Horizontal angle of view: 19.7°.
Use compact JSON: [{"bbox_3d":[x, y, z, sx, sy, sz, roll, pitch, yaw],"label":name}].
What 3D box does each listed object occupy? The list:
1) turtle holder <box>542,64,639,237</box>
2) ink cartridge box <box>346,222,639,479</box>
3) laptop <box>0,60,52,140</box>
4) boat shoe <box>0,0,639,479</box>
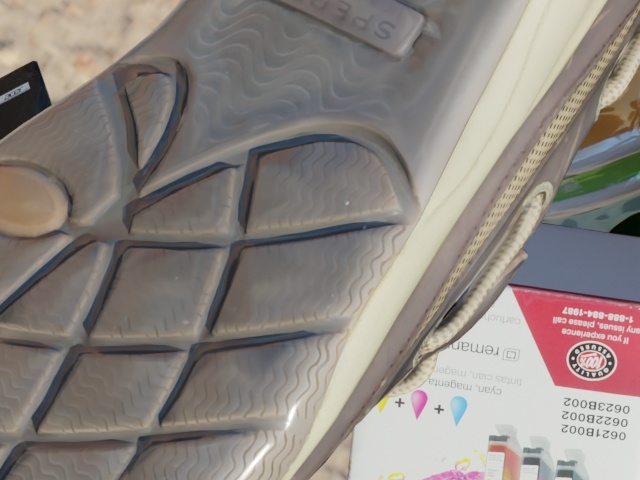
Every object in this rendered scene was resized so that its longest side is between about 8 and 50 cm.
[{"bbox_3d":[0.178,-0.061,1.133,0.320,0.227,0.243,50,62,-31],"label":"turtle holder"},{"bbox_3d":[0.083,0.089,0.829,0.128,0.176,0.127,7,15,9],"label":"ink cartridge box"},{"bbox_3d":[-0.287,0.024,1.616,0.264,0.234,0.136,60,7,-20],"label":"laptop"},{"bbox_3d":[0.000,0.000,0.511,0.132,0.355,0.130,35,-8,33],"label":"boat shoe"}]
